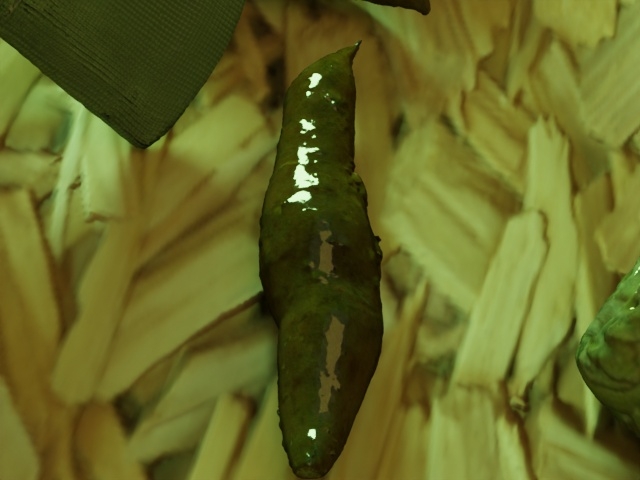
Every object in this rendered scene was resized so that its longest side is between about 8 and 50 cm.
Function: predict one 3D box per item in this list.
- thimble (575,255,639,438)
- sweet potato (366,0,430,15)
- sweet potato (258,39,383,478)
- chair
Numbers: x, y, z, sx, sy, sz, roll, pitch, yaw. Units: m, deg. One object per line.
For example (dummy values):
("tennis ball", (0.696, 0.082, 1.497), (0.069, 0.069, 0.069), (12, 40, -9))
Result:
("thimble", (0.229, 0.049, 0.939), (0.143, 0.137, 0.190), (39, 43, 4))
("sweet potato", (-0.030, -0.171, 1.024), (0.206, 0.060, 0.068), (19, 92, -12))
("sweet potato", (0.000, 0.000, 0.923), (0.067, 0.067, 0.274), (12, 56, -15))
("chair", (-0.196, -0.190, 0.899), (0.319, 0.186, 0.160), (39, 66, -50))
